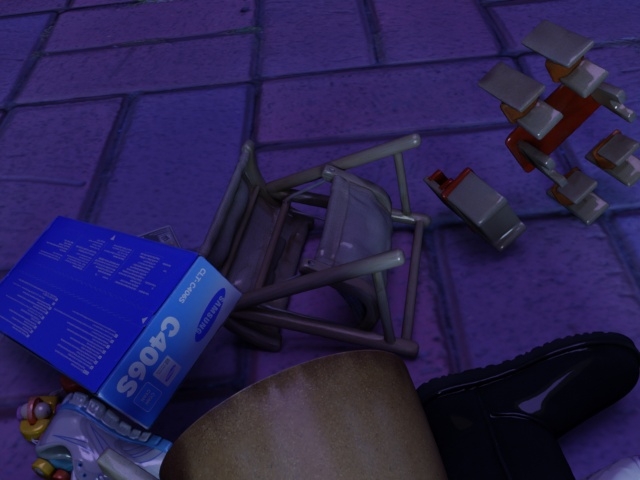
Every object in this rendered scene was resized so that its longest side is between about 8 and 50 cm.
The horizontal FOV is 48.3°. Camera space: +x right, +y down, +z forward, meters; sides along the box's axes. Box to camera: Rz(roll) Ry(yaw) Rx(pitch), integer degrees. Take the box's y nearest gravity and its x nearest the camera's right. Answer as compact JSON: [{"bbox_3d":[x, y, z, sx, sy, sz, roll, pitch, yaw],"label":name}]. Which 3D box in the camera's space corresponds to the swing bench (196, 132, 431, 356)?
[{"bbox_3d":[0.000,0.000,0.907,0.255,0.165,0.253,-1,41,15],"label":"swing bench"}]

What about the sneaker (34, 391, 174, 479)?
[{"bbox_3d":[-0.201,0.230,0.719,0.191,0.071,0.083,20,46,16],"label":"sneaker"}]

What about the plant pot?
[{"bbox_3d":[0.023,0.258,0.568,0.237,0.237,0.254,-20,55,-14],"label":"plant pot"}]

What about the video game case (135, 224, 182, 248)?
[{"bbox_3d":[-0.272,0.061,0.977,0.190,0.022,0.173,-20,42,-15],"label":"video game case"}]

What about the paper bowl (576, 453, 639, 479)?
[{"bbox_3d":[0.229,0.301,0.470,0.284,0.148,0.284,20,46,-22],"label":"paper bowl"}]

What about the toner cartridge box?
[{"bbox_3d":[-0.254,0.073,0.807,0.348,0.075,0.165,12,62,47],"label":"toner cartridge box"}]

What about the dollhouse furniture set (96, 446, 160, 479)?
[{"bbox_3d":[-0.187,0.357,0.455,0.152,0.201,0.374,25,52,22],"label":"dollhouse furniture set"}]

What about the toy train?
[{"bbox_3d":[-0.278,0.191,0.806,0.125,0.046,0.166,-22,42,-16],"label":"toy train"}]

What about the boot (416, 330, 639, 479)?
[{"bbox_3d":[0.222,0.204,0.677,0.246,0.094,0.207,-15,37,1],"label":"boot"}]

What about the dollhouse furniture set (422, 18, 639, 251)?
[{"bbox_3d":[0.278,-0.125,0.957,0.259,0.262,0.135,-44,42,5],"label":"dollhouse furniture set"}]
